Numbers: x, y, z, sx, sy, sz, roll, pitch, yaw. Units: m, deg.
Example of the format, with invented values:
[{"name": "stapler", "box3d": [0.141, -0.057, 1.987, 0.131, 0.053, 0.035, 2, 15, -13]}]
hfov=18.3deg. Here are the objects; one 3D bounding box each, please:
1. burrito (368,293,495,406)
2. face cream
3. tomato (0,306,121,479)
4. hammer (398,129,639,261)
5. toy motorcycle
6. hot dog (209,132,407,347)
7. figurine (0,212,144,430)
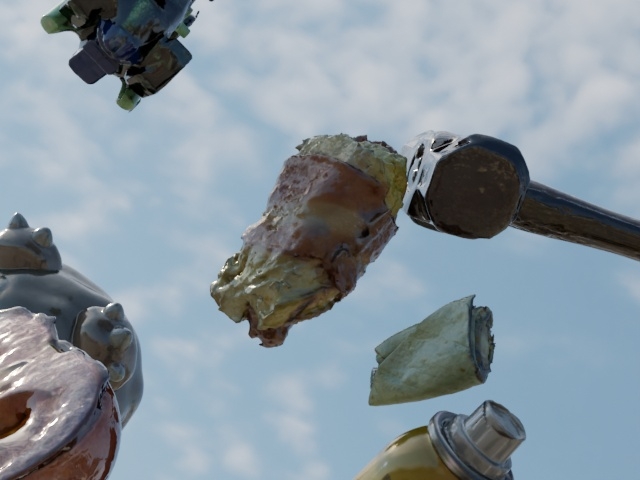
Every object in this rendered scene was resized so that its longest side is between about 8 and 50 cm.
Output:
[{"name": "burrito", "box3d": [0.087, 0.096, 1.632, 0.118, 0.074, 0.044, -23, -34, 29]}, {"name": "face cream", "box3d": [0.032, 0.253, 1.571, 0.105, 0.105, 0.349, 36, -67, -18]}, {"name": "tomato", "box3d": [-0.227, 0.144, 1.272, 0.228, 0.199, 0.112, 37, -32, 58]}, {"name": "hammer", "box3d": [0.273, -0.012, 1.847, 0.409, 0.095, 0.242, 15, 1, -3]}, {"name": "toy motorcycle", "box3d": [-0.123, -0.278, 1.939, 0.125, 0.331, 0.196, 46, -26, -13]}, {"name": "hot dog", "box3d": [0.000, 0.000, 1.752, 0.103, 0.213, 0.146, 38, -7, -34]}, {"name": "figurine", "box3d": [-0.314, 0.180, 2.076, 0.248, 0.203, 0.380, 44, -60, 36]}]
